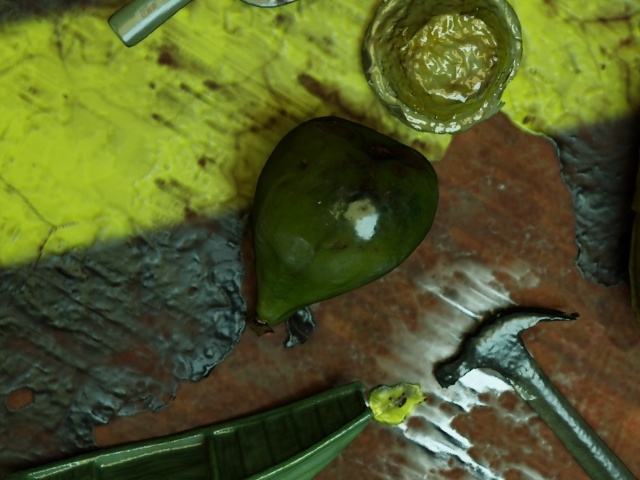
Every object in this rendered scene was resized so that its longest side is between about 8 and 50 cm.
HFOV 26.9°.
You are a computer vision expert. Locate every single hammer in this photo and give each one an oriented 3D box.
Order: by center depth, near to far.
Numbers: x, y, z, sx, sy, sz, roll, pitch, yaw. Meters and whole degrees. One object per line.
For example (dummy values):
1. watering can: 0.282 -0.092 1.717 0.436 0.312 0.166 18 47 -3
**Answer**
1. hammer: 0.227 0.177 1.107 0.125 0.027 0.297 -39 101 6

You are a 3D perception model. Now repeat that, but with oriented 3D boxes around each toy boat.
1. toy boat: -0.098 0.181 1.042 0.293 0.093 0.055 -15 119 -3

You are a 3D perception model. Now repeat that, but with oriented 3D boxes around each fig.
1. fig: 0.007 0.002 1.006 0.133 0.126 0.184 20 94 -22

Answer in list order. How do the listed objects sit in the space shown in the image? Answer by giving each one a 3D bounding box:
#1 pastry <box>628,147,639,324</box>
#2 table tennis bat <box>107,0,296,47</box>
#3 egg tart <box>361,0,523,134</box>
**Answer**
1. pastry: 0.396 -0.019 1.028 0.356 0.164 0.355 -2 99 -12
2. table tennis bat: -0.060 -0.225 1.011 0.234 0.022 0.131 -38 102 0
3. egg tart: 0.096 -0.144 1.026 0.129 0.049 0.128 -1 98 -6
